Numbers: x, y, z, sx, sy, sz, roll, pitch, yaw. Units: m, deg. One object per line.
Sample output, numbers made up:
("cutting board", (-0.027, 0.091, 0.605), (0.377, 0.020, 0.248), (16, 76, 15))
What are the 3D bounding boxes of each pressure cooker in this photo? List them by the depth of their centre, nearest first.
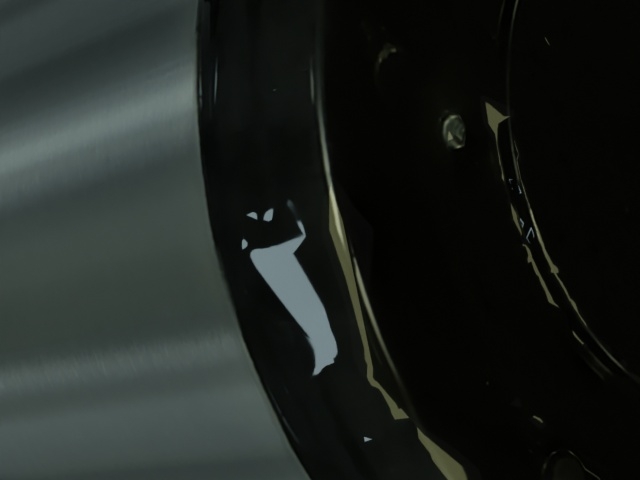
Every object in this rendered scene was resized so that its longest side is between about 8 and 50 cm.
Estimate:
("pressure cooker", (-0.001, -0.006, 0.744), (0.370, 0.420, 0.375), (21, 68, -37))
